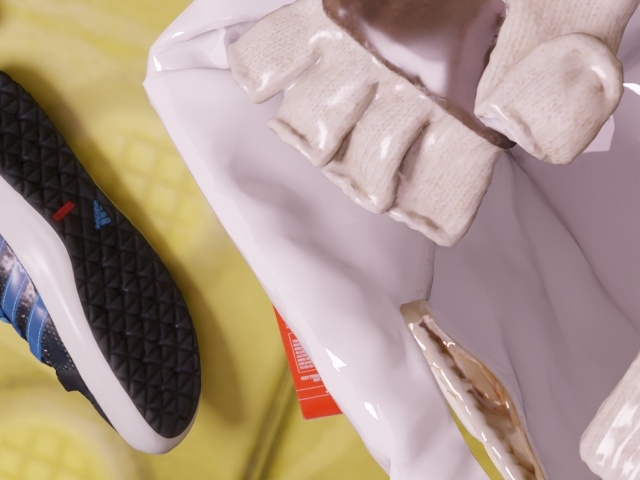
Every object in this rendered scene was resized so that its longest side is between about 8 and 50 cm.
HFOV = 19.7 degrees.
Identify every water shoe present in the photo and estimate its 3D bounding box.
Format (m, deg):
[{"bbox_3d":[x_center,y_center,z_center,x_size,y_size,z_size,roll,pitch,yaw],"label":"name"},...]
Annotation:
[{"bbox_3d":[-0.130,0.013,0.854,0.080,0.073,0.203,-27,96,37],"label":"water shoe"}]

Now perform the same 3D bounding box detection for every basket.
[{"bbox_3d":[0.182,-0.021,0.626,0.331,0.266,0.328,-40,67,16],"label":"basket"}]

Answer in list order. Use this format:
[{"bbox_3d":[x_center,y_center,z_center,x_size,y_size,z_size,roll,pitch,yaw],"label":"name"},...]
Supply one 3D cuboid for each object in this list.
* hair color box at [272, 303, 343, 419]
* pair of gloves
[{"bbox_3d":[0.000,0.000,0.817,0.043,0.072,0.141,-11,103,12],"label":"hair color box"},{"bbox_3d":[0.103,-0.048,0.500,0.204,0.042,0.240,-49,65,14],"label":"pair of gloves"}]
